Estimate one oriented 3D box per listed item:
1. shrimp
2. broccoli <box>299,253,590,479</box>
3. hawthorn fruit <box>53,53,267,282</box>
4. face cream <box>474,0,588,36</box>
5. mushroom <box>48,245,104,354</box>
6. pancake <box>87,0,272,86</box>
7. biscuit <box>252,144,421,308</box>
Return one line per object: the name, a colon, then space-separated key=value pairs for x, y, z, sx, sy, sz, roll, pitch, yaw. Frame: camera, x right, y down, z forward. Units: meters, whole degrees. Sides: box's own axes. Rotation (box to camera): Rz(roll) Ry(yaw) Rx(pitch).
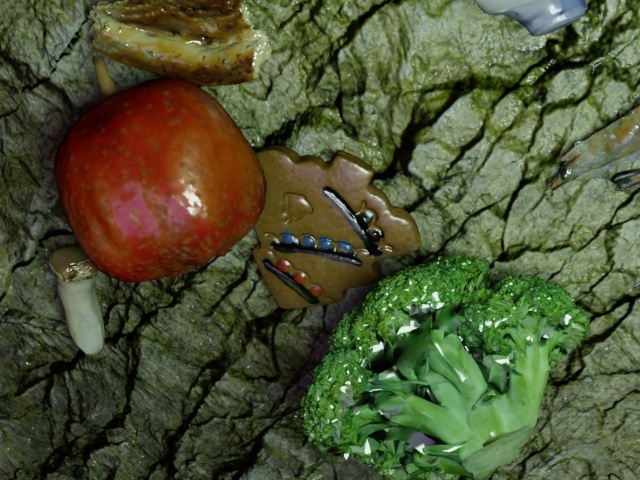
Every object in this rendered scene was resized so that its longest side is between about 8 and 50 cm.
shrimp: x=0.405 y=-0.106 z=1.122 sx=0.223 sy=0.047 sz=0.126 roll=-30 pitch=117 yaw=28
broccoli: x=0.163 y=0.191 z=1.219 sx=0.413 sy=0.321 sz=0.310 roll=-19 pitch=77 yaw=-12
hawthorn fruit: x=-0.241 y=-0.107 z=1.201 sx=0.287 sy=0.287 sz=0.330 roll=-23 pitch=96 yaw=27
face cream: x=0.197 y=-0.435 z=0.966 sx=0.235 sy=0.137 sz=0.420 roll=-18 pitch=101 yaw=27
mushroom: x=-0.410 y=0.104 z=1.484 sx=0.084 sy=0.071 sz=0.209 roll=-10 pitch=125 yaw=-14
pancake: x=-0.191 y=-0.303 z=1.143 sx=0.266 sy=0.057 sz=0.244 roll=16 pitch=145 yaw=-1
biscuit: x=0.000 y=0.001 z=1.307 sx=0.278 sy=0.043 sz=0.301 roll=24 pitch=124 yaw=2
